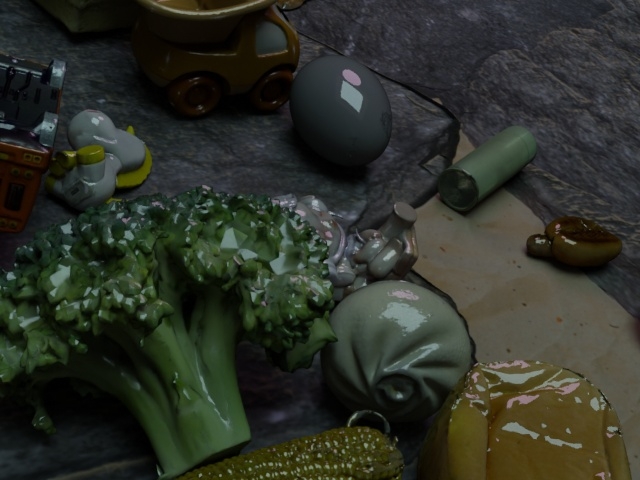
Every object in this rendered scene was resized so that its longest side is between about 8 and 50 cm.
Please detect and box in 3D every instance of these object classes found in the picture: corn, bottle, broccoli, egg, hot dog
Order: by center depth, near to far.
[{"bbox_3d":[-0.043,0.253,1.019,0.293,0.106,0.106,-10,47,-30],"label":"corn"},{"bbox_3d":[-0.162,0.074,1.063,0.317,0.277,0.338,43,50,-1],"label":"broccoli"},{"bbox_3d":[0.377,0.006,1.505,0.140,0.060,0.090,1,38,-30],"label":"hot dog"},{"bbox_3d":[0.031,-0.196,1.533,0.146,0.146,0.198,-5,49,-26],"label":"egg"},{"bbox_3d":[0.264,-0.116,1.588,0.072,0.072,0.201,36,42,20],"label":"bottle"}]

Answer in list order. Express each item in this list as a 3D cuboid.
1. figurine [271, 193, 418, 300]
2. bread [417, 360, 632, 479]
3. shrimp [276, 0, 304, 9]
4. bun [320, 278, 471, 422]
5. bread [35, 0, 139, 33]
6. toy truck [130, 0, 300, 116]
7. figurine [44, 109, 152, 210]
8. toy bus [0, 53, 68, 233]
[{"bbox_3d":[-0.002,0.003,1.293,0.237,0.141,0.162,12,35,-7],"label":"figurine"},{"bbox_3d":[0.207,0.274,1.054,0.204,0.156,0.288,2,44,-6],"label":"bread"},{"bbox_3d":[-0.054,-0.479,1.920,0.190,0.042,0.101,-18,72,-37],"label":"shrimp"},{"bbox_3d":[0.083,0.136,1.143,0.173,0.172,0.120,16,28,-2],"label":"bun"},{"bbox_3d":[-0.373,-0.454,1.709,0.239,0.111,0.246,-20,50,-41],"label":"bread"},{"bbox_3d":[-0.167,-0.324,1.560,0.288,0.211,0.204,-12,49,-27],"label":"toy truck"},{"bbox_3d":[-0.291,-0.107,1.366,0.130,0.109,0.178,36,34,-21],"label":"figurine"},{"bbox_3d":[-0.403,-0.139,1.263,0.143,0.153,0.329,11,23,-18],"label":"toy bus"}]
